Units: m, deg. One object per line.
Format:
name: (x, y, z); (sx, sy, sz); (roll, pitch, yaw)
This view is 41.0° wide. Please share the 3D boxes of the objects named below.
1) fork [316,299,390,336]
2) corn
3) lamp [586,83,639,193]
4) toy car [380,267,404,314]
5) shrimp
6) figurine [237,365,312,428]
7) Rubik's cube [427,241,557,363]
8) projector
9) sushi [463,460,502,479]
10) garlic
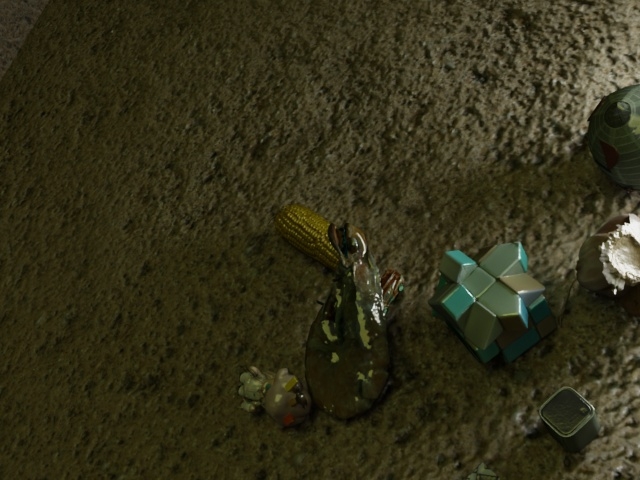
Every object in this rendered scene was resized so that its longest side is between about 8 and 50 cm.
fork: (0.079, 0.170, 1.981); (0.235, 0.039, 0.021); (21, 46, 41)
corn: (0.000, 0.000, 2.103); (0.106, 0.106, 0.305); (-48, 49, -11)
lamp: (0.683, -0.222, 1.809); (0.233, 0.233, 0.265); (-23, 42, 12)
toy car: (0.143, 0.125, 1.978); (0.059, 0.035, 0.122); (25, 70, 37)
shrimp: (0.057, 0.175, 1.912); (0.221, 0.110, 0.446); (-13, 65, 36)
figurine: (-0.097, 0.345, 1.901); (0.229, 0.112, 0.137); (10, 92, 41)
Rubik's cube: (0.342, 0.111, 1.759); (0.224, 0.213, 0.265); (-38, 45, 0)
projector: (0.469, 0.337, 1.610); (0.083, 0.082, 0.083); (-41, 48, -5)
sushi: (0.293, 0.549, 1.572); (0.219, 0.047, 0.231); (-43, 48, -6)
garlic: (0.560, 0.071, 1.687); (0.256, 0.207, 0.207); (-37, 47, 10)
